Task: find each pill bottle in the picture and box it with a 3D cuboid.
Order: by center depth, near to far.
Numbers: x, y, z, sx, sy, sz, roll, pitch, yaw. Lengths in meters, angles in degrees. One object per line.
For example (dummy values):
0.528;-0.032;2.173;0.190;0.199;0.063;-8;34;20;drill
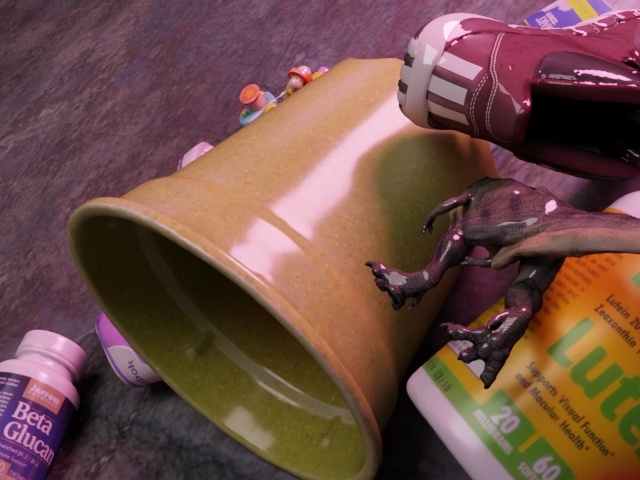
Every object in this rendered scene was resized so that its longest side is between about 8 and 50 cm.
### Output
0.184;0.058;0.530;0.246;0.136;0.136;-41;35;1;pill bottle
-0.296;0.177;0.888;0.094;0.094;0.169;-11;46;35;pill bottle

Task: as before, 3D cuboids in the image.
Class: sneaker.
0.204;-0.088;0.612;0.281;0.106;0.162;-9;30;-29;sneaker
-0.160;0.021;0.924;0.161;0.102;0.282;-27;38;24;sneaker

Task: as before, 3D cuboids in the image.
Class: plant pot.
0.000;0.000;0.687;0.276;0.276;0.254;9;48;47;plant pot

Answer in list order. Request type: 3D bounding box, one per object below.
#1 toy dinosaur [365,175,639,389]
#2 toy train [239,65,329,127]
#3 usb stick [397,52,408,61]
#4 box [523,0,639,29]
0.102;0.011;0.490;0.118;0.064;0.268;-37;18;-9;toy dinosaur
-0.044;-0.153;1.042;0.166;0.046;0.125;-16;42;31;toy train
0.039;-0.127;0.937;0.278;0.045;0.077;-32;44;14;usb stick
0.265;-0.197;0.806;0.178;0.042;0.109;-30;37;14;box
